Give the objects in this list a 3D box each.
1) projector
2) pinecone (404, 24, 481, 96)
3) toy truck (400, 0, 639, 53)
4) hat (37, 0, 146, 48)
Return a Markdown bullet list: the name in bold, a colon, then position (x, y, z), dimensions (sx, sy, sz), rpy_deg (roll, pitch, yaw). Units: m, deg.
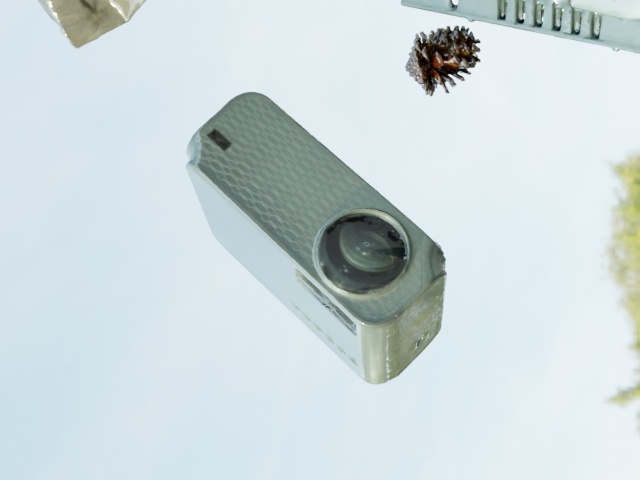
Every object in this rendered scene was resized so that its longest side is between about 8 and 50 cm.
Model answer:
- **projector**: position (0.000, 0.000, 1.090), dimensions (0.108, 0.250, 0.198), rpy_deg (-43, -19, -12)
- **pinecone**: position (0.175, -0.266, 1.692), dimensions (0.102, 0.109, 0.102), rpy_deg (47, -167, -14)
- **toy truck**: position (0.203, -0.259, 0.979), dimensions (0.133, 0.338, 0.184), rpy_deg (-31, -46, -46)
- **hat**: position (-0.296, -0.341, 1.291), dimensions (0.244, 0.149, 0.214), rpy_deg (62, 179, 18)
